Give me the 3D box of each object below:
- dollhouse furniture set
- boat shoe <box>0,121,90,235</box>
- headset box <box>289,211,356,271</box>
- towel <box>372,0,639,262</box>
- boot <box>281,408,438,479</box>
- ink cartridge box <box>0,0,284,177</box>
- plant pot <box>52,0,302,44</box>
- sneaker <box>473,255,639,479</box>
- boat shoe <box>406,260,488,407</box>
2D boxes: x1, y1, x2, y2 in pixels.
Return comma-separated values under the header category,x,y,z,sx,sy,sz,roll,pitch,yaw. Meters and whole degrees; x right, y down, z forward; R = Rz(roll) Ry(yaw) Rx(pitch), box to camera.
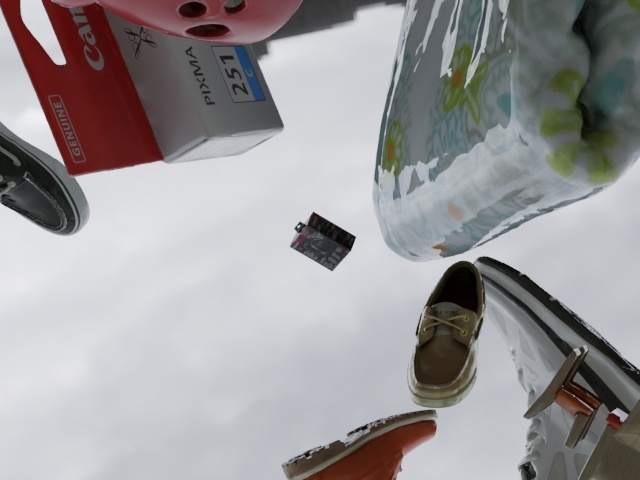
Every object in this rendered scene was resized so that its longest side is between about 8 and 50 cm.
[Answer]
category,x,y,z,sx,sy,sz,roll,pitch,yaw
dollhouse furniture set,0.354,0.204,1.360,0.262,0.135,0.259,35,-171,16
boat shoe,-0.327,-0.071,1.303,0.078,0.219,0.070,-37,-160,33
headset box,0.000,0.000,1.914,0.083,0.062,0.032,31,-133,-8
towel,0.120,-0.186,0.810,0.090,0.374,0.320,9,170,-7
boot,0.048,0.204,1.160,0.158,0.084,0.059,-22,174,-28
ink cartridge box,-0.175,-0.213,1.199,0.066,0.296,0.261,-25,175,31
plant pot,-0.112,-0.244,0.942,0.174,0.191,0.191,2,-170,-42
sneaker,0.281,0.225,1.681,0.257,0.169,0.447,-50,-128,7
boat shoe,0.085,0.061,0.897,0.050,0.045,0.135,1,-149,13
